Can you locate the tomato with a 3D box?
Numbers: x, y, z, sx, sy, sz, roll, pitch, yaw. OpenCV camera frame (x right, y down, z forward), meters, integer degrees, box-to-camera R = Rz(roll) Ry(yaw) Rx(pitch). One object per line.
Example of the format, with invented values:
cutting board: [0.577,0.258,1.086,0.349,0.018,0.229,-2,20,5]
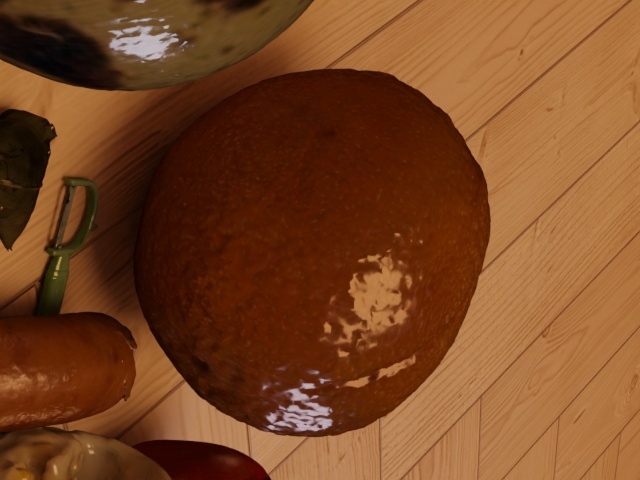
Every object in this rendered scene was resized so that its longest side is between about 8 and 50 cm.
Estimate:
tomato: [-0.163,0.277,1.531,0.233,0.139,0.200,-47,167,15]

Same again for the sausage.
sausage: [-0.269,0.110,1.269,0.271,0.109,0.108,1,111,-49]

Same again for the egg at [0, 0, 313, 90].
egg: [-0.134,-0.298,0.947,0.345,0.345,0.427,-39,138,-37]

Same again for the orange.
orange: [0.000,0.000,1.423,0.357,0.322,0.322,-50,148,-36]

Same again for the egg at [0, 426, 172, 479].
egg: [-0.245,0.341,1.315,0.278,0.278,0.336,-13,123,-54]

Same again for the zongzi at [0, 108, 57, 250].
zongzi: [-0.265,-0.023,1.201,0.154,0.062,0.130,-51,161,-63]

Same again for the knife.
knife: [-0.232,0.043,1.378,0.054,0.015,0.212,-7,117,-58]
